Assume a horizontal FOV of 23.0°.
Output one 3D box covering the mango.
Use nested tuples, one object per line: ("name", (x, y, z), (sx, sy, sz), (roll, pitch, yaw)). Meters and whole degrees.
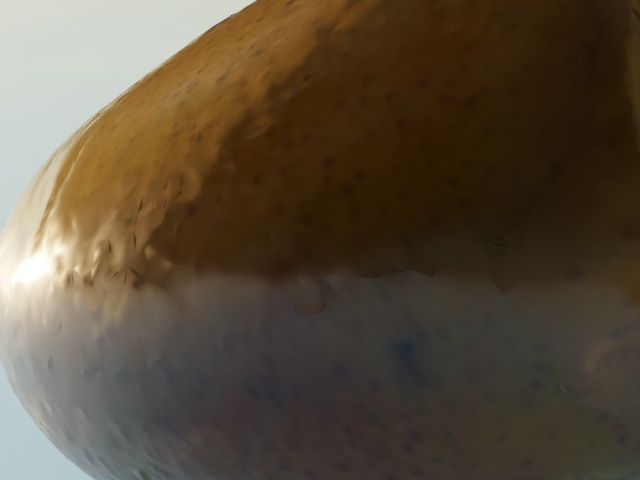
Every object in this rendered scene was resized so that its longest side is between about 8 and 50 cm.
("mango", (0.000, 0.000, 0.542), (0.350, 0.201, 0.199), (-8, 179, 43))
